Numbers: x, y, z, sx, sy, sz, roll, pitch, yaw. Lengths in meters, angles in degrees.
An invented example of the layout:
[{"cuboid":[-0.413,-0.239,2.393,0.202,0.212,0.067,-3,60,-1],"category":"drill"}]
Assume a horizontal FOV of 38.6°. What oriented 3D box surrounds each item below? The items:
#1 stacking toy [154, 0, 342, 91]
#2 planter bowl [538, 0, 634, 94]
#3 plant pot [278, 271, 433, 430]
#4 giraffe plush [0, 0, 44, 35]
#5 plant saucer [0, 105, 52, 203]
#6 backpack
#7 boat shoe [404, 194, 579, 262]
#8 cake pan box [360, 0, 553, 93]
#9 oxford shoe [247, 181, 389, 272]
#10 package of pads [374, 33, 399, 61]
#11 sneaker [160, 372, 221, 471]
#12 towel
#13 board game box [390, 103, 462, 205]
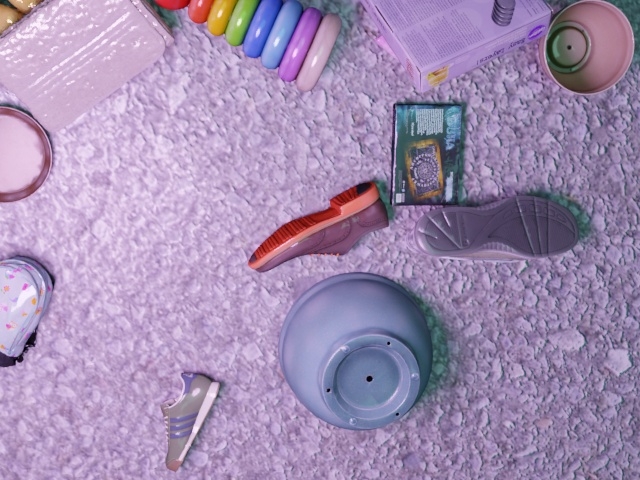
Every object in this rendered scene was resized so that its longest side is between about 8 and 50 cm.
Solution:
[{"cuboid":[-0.138,-0.376,1.533,0.330,0.141,0.141,23,99,-7],"category":"stacking toy"},{"cuboid":[0.455,-0.342,1.619,0.162,0.109,0.162,-2,102,-7],"category":"planter bowl"},{"cuboid":[0.077,0.223,1.654,0.293,0.196,0.293,-2,103,-7],"category":"plant pot"},{"cuboid":[-0.554,-0.408,1.447,0.181,0.170,0.210,-45,104,4],"category":"giraffe plush"},{"cuboid":[-0.548,-0.148,1.579,0.168,0.029,0.168,-1,103,-6],"category":"plant saucer"},{"cuboid":[-0.546,0.118,1.595,0.152,0.115,0.182,34,94,-10],"category":"backpack"},{"cuboid":[0.319,-0.014,1.691,0.320,0.103,0.118,-6,84,-12],"category":"boat shoe"},{"cuboid":[0.210,-0.404,1.520,0.245,0.070,0.267,-26,65,-8],"category":"cake pan box"},{"cuboid":[0.000,0.000,1.649,0.271,0.097,0.098,-28,110,0],"category":"oxford shoe"},{"cuboid":[0.141,-0.348,1.619,0.083,0.032,0.050,37,95,-14],"category":"package of pads"},{"cuboid":[-0.264,0.332,1.708,0.086,0.064,0.192,27,98,-4],"category":"sneaker"},{"cuboid":[-0.399,-0.318,1.504,0.282,0.049,0.187,-32,126,10],"category":"towel"},{"cuboid":[0.193,-0.156,1.671,0.126,0.026,0.186,0,102,-7],"category":"board game box"}]
